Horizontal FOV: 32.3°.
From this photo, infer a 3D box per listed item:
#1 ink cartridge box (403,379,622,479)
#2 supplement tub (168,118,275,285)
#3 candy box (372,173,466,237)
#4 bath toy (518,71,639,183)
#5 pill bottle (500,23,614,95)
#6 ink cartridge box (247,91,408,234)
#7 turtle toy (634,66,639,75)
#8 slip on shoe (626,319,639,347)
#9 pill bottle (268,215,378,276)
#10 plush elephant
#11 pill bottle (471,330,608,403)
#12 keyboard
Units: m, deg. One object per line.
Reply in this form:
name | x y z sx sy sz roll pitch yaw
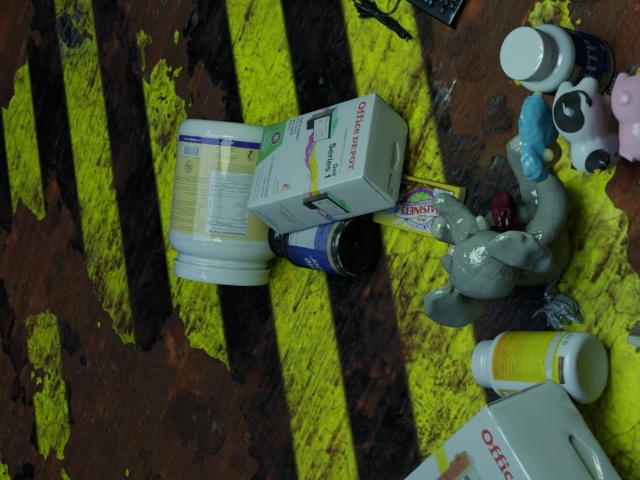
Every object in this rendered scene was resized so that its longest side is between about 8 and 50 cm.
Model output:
ink cartridge box | 0.298 0.444 1.797 0.279 0.160 0.384 59 141 22
supplement tub | -0.195 -0.083 2.339 0.241 0.241 0.331 11 97 46
candy box | 0.185 -0.067 2.100 0.206 0.027 0.105 16 104 45
bath toy | 0.463 -0.171 1.655 0.348 0.151 0.129 -10 50 45
pill bottle | 0.380 -0.290 1.789 0.112 0.187 0.112 -1 89 46
ink cartridge box | 0.014 -0.146 2.134 0.278 0.117 0.201 -13 53 34
turtle toy | 0.529 -0.222 1.717 0.095 0.066 0.130 0 101 46
slip on shoe | 0.540 0.161 1.716 0.135 0.051 0.041 20 92 51
pill bottle | 0.000 0.000 2.221 0.219 0.123 0.122 8 95 46
plush elephant | 0.282 0.008 1.823 0.272 0.255 0.330 -41 63 31
pill bottle | 0.361 0.209 1.846 0.215 0.117 0.117 -4 86 45
keyboard | 0.157 -0.492 2.138 0.317 0.033 0.201 42 118 39
